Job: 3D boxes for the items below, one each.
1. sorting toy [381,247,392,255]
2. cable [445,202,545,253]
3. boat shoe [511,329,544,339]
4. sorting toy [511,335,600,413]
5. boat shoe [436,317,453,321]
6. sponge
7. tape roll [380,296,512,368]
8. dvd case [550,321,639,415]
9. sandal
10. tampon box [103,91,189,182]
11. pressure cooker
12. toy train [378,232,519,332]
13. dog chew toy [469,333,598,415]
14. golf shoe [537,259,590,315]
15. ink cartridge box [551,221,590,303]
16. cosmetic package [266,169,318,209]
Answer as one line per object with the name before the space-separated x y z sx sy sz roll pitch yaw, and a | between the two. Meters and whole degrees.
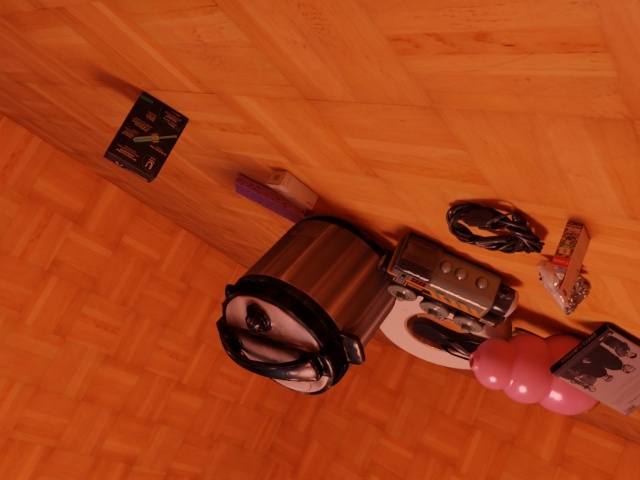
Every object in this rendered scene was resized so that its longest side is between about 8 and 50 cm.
sorting toy | 0.198 0.041 1.654 0.083 0.012 0.062 30 173 -32
cable | 0.311 -0.019 1.093 0.150 0.047 0.184 27 167 -27
boat shoe | 0.689 0.359 1.787 0.285 0.089 0.104 24 168 10
sorting toy | 0.738 0.427 1.892 0.365 0.126 0.127 26 169 -1
boat shoe | 0.363 0.201 1.825 0.254 0.079 0.095 26 161 -5
sponge | -0.139 -0.111 1.671 0.210 0.031 0.117 27 168 -3
tape roll | 0.348 0.240 1.740 0.391 0.072 0.392 18 147 12
dvd case | 0.688 0.304 1.409 0.238 0.179 0.030 29 -149 -14
sandal | 0.372 0.292 1.680 0.254 0.055 0.097 21 147 7
tampon box | -0.398 -0.232 1.383 0.120 0.161 0.101 31 167 -20
pressure cooker | -0.048 0.183 1.561 0.375 0.420 0.370 43 141 0
toy train | 0.299 0.104 1.432 0.333 0.142 0.190 25 159 5
dog chew toy | 0.550 0.334 1.562 0.331 0.207 0.206 8 169 -3
golf shoe | 0.470 0.085 1.182 0.086 0.069 0.176 43 178 38
ink cartridge box | 0.389 0.035 0.957 0.029 0.115 0.063 16 165 38
cosmetic package | -0.066 -0.121 1.447 0.115 0.041 0.060 35 165 -37
